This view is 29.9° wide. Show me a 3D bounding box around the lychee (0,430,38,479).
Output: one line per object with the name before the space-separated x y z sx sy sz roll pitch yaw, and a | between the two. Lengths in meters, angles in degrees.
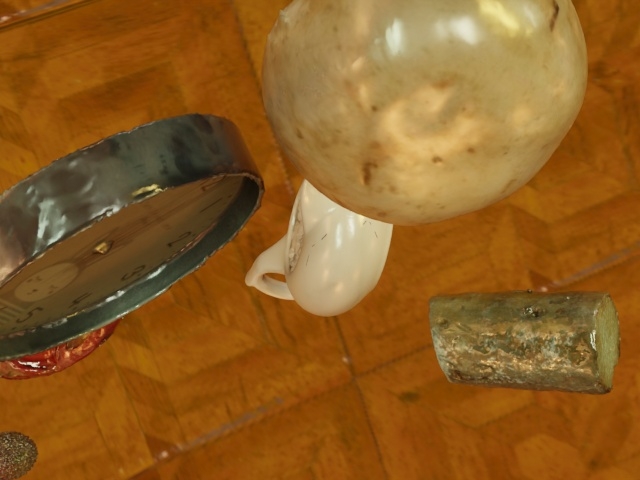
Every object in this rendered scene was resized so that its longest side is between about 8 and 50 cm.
lychee | -0.390 0.269 1.477 0.083 0.067 0.068 -26 109 -14

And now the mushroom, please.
mushroom | 0.051 -0.087 0.622 0.166 0.127 0.166 -7 136 -6

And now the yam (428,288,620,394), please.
yam | 0.204 0.102 1.233 0.107 0.194 0.107 2 88 -61

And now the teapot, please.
teapot | 0.000 0.000 1.520 0.166 0.300 0.208 8 54 -25

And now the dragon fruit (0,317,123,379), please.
dragon fruit | -0.306 0.015 1.226 0.223 0.218 0.148 -30 142 -4

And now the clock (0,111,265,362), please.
clock | -0.131 0.003 0.720 0.215 0.215 0.042 -29 77 -12
